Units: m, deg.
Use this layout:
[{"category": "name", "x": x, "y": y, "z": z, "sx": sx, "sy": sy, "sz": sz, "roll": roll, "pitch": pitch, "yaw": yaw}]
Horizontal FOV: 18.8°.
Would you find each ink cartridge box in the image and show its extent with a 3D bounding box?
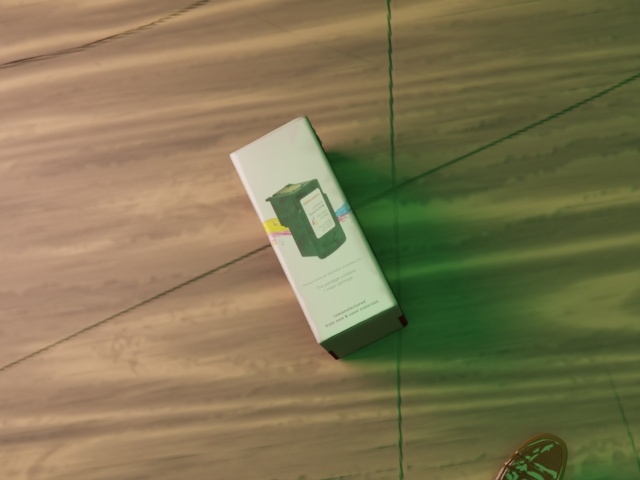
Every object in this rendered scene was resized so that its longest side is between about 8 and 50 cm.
[{"category": "ink cartridge box", "x": 0.000, "y": 0.000, "z": 1.595, "sx": 0.072, "sy": 0.127, "sz": 0.175, "roll": -26, "pitch": 78, "yaw": 2}]

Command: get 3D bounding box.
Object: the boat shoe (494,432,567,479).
[{"category": "boat shoe", "x": 0.161, "y": 0.220, "z": 1.584, "sx": 0.050, "sy": 0.045, "sz": 0.135, "roll": 30, "pitch": 87, "yaw": 17}]
